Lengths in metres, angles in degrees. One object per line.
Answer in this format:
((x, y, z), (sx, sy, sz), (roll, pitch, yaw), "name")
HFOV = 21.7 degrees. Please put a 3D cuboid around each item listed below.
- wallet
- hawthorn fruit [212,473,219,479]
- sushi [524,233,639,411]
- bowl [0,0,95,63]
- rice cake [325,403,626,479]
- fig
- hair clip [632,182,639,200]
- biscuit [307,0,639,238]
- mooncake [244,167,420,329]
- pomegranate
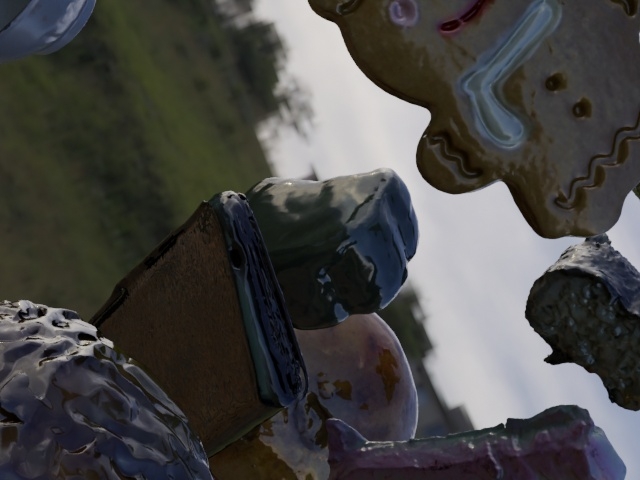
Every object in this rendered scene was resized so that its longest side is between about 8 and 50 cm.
((-0.105, 0.089, 1.287), (0.318, 0.045, 0.172), (-42, -118, 57), "wallet")
((-0.224, 0.290, 1.717), (0.299, 0.211, 0.211), (8, -56, 43), "hawthorn fruit")
((0.337, 0.103, 1.881), (0.212, 0.115, 0.147), (36, -55, 17), "sushi")
((-0.240, -0.209, 1.370), (0.086, 0.189, 0.189), (35, 13, -41), "bowl")
((0.113, 0.181, 1.371), (0.290, 0.051, 0.081), (-9, -73, 41), "rice cake")
((-0.130, 0.178, 1.069), (0.286, 0.368, 0.286), (179, -90, -71), "fig")
((0.402, -0.051, 1.298), (0.138, 0.321, 0.091), (41, 61, -57), "hair clip")
((0.110, -0.118, 1.000), (0.249, 0.184, 0.035), (46, -9, -2), "biscuit")
((0.000, 0.000, 1.463), (0.175, 0.168, 0.104), (36, -17, 54), "mooncake")
((-0.051, 0.197, 1.903), (0.322, 0.322, 0.322), (158, -90, -78), "pomegranate")
